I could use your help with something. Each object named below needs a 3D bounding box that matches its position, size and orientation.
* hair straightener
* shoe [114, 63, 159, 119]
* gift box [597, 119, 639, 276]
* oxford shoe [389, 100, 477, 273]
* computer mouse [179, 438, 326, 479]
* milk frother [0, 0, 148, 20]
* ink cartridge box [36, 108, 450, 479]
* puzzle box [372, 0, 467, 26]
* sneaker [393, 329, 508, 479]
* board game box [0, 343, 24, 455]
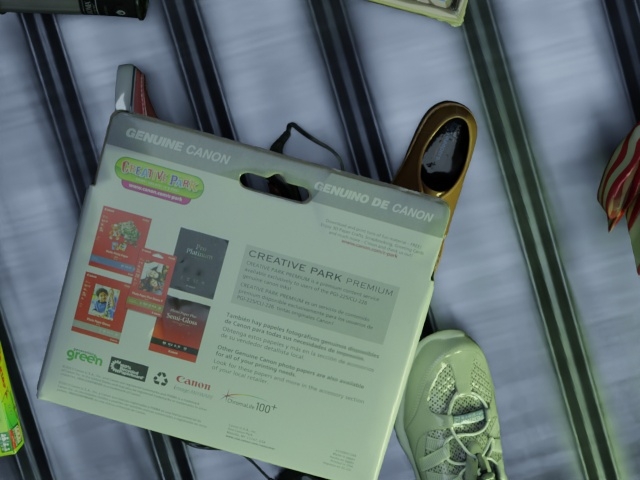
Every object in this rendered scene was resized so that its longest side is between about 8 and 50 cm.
[{"bbox_3d":[0.000,0.000,1.458,0.089,0.047,0.230,-8,92,2],"label":"hair straightener"},{"bbox_3d":[-0.147,-0.079,1.439,0.081,0.063,0.178,-3,102,0],"label":"shoe"},{"bbox_3d":[0.394,-0.071,1.340,0.258,0.276,0.255,22,110,-5],"label":"gift box"},{"bbox_3d":[0.091,-0.028,1.433,0.076,0.076,0.212,17,98,-3],"label":"oxford shoe"},{"bbox_3d":[-0.051,0.227,1.488,0.242,0.041,0.071,39,97,3],"label":"computer mouse"},{"bbox_3d":[-0.225,-0.283,1.408,0.135,0.129,0.143,3,54,0],"label":"milk frother"},{"bbox_3d":[-0.063,0.041,1.366,0.309,0.130,0.272,16,103,-1],"label":"ink cartridge box"},{"bbox_3d":[0.053,-0.425,1.398,0.272,0.052,0.409,14,97,-1],"label":"puzzle box"},{"bbox_3d":[0.145,0.220,1.427,0.105,0.115,0.281,-14,104,-26],"label":"sneaker"},{"bbox_3d":[-0.353,0.122,1.474,0.092,0.043,0.181,-12,97,2],"label":"board game box"}]
